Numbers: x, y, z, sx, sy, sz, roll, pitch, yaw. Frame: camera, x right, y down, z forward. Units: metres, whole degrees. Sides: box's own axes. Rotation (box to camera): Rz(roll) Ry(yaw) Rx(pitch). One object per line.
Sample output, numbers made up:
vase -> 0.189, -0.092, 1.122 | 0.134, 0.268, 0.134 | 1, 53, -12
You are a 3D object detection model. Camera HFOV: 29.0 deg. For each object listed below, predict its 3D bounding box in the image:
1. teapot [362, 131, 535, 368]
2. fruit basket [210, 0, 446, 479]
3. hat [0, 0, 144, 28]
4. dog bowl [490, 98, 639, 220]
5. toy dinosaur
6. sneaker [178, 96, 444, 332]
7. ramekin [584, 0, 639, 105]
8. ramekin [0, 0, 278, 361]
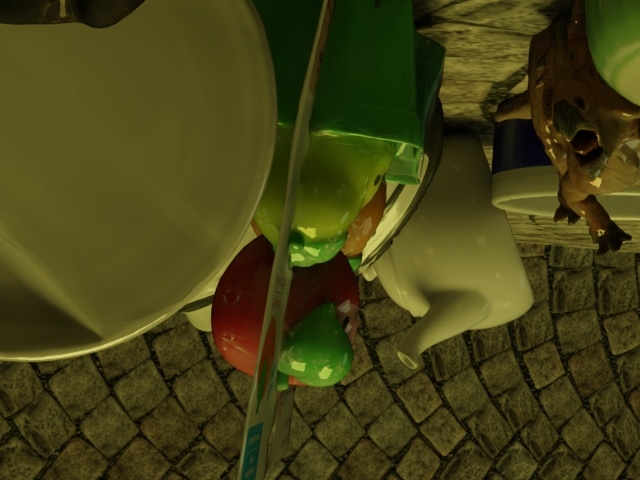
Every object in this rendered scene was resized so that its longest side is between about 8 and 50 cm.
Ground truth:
teapot -> 0.135, -0.001, 1.484 | 0.187, 0.253, 0.256 | -19, 180, 9
fruit basket -> 0.000, 0.000, 0.917 | 0.165, 0.353, 0.327 | 4, 176, 4
hat -> -0.102, -0.148, 0.427 | 0.331, 0.134, 0.331 | 2, 176, 0
dog bowl -> 0.310, -0.083, 1.282 | 0.264, 0.104, 0.265 | 2, 176, 0
toy dinosaur -> 0.191, -0.106, 0.871 | 0.127, 0.200, 0.296 | -34, -154, 2
sneaker -> -0.098, -0.052, 1.258 | 0.257, 0.169, 0.447 | 25, 140, -32
ramekin -> 0.228, -0.123, 0.410 | 0.303, 0.148, 0.303 | 3, 176, 0
ramekin -> -0.158, -0.074, 0.715 | 0.272, 0.273, 0.127 | 3, -173, 0
